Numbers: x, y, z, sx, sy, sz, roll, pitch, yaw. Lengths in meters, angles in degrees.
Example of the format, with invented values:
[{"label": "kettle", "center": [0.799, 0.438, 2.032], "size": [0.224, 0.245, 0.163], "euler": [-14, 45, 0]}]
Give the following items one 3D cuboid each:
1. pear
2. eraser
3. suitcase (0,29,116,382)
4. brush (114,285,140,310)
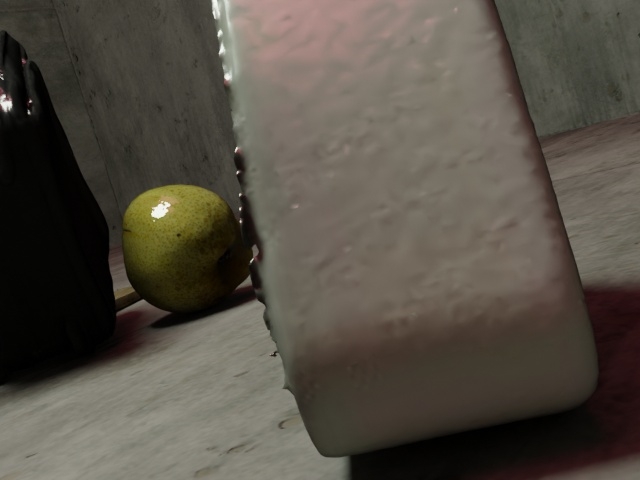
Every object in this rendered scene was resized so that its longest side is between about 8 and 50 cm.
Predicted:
[{"label": "pear", "center": [-0.167, 0.010, 1.048], "size": [0.136, 0.167, 0.167], "euler": [19, 24, 28]}, {"label": "eraser", "center": [0.037, -0.064, 0.503], "size": [0.149, 0.331, 0.331], "euler": [-16, 6, 6]}, {"label": "suitcase", "center": [-0.378, -0.050, 1.008], "size": [0.188, 0.345, 0.339], "euler": [-19, 34, -7]}, {"label": "brush", "center": [-0.347, 0.095, 1.246], "size": [0.070, 0.065, 0.327], "euler": [-17, 5, 16]}]
